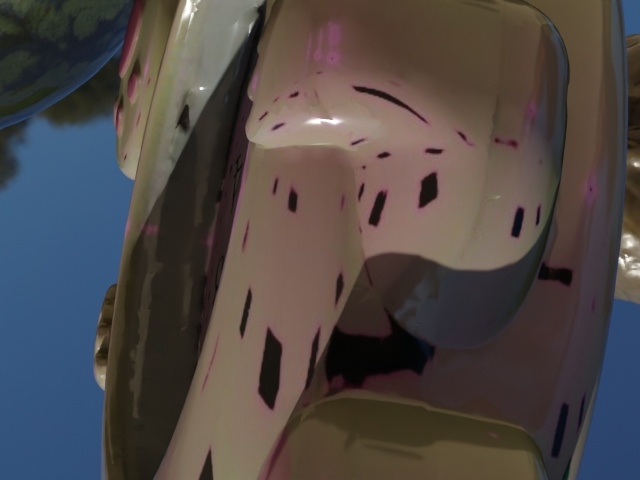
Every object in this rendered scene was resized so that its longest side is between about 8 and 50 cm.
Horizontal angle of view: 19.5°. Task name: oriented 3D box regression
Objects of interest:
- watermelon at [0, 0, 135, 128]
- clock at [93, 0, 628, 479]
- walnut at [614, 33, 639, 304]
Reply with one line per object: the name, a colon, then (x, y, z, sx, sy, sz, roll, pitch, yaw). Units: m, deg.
watermelon: (-0.216, -0.181, 0.892, 0.279, 0.278, 0.359, -14, 174, 41)
clock: (0.000, 0.000, 0.571, 0.284, 0.114, 0.309, 132, -34, -62)
walnut: (0.255, -0.054, 1.420, 0.224, 0.224, 0.224, -28, -161, 10)
